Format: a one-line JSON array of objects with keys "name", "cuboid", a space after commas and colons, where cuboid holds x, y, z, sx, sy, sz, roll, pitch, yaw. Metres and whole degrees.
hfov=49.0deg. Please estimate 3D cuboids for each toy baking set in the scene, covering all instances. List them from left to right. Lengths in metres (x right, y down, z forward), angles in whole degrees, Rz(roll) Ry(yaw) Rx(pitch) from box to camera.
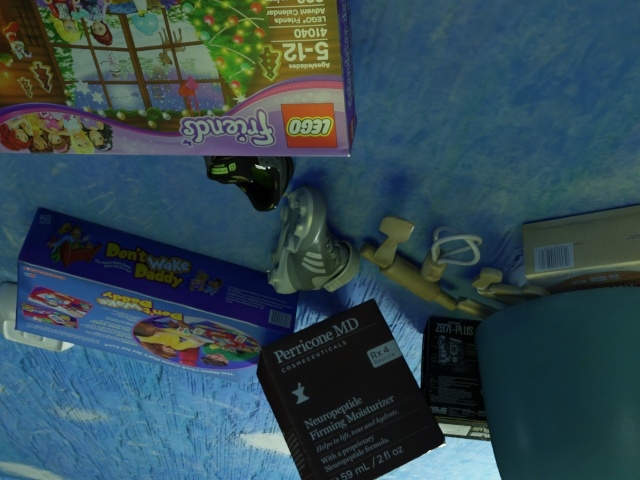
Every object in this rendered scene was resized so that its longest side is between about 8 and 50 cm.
[{"name": "toy baking set", "cuboid": [0.140, 0.030, 0.784, 0.256, 0.030, 0.196, 30, 160, -24]}]

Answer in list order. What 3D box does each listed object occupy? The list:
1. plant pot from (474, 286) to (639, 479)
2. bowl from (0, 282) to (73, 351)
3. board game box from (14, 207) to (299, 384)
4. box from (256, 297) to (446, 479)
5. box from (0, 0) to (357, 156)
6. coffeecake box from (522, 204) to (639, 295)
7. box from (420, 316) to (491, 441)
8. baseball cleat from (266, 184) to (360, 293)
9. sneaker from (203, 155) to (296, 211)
[{"name": "plant pot", "cuboid": [0.317, 0.212, 0.756, 0.292, 0.235, 0.293, 3, 155, 2]}, {"name": "bowl", "cuboid": [-0.442, 0.128, 1.104, 0.141, 0.053, 0.142, 18, 149, -15]}, {"name": "board game box", "cuboid": [-0.231, 0.093, 0.972, 0.346, 0.078, 0.233, 17, 147, -16]}, {"name": "box", "cuboid": [0.030, 0.217, 0.929, 0.168, 0.203, 0.167, -22, 163, -14]}, {"name": "box", "cuboid": [-0.124, -0.158, 0.504, 0.293, 0.057, 0.201, 1, 131, 10]}, {"name": "coffeecake box", "cuboid": [0.318, 0.045, 0.779, 0.142, 0.068, 0.185, -11, 145, 27]}, {"name": "box", "cuboid": [0.230, 0.194, 0.969, 0.180, 0.148, 0.078, 5, 149, 3]}, {"name": "baseball cleat", "cuboid": [0.000, 0.000, 0.796, 0.109, 0.072, 0.206, 0, 156, -14]}, {"name": "sneaker", "cuboid": [-0.079, -0.094, 0.632, 0.067, 0.078, 0.188, -8, 143, 26]}]
